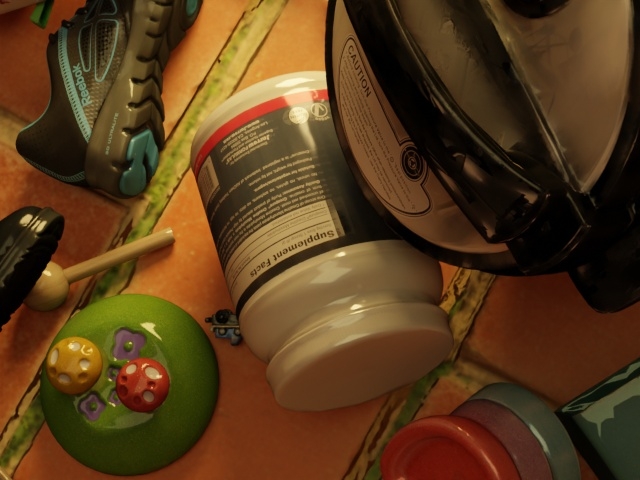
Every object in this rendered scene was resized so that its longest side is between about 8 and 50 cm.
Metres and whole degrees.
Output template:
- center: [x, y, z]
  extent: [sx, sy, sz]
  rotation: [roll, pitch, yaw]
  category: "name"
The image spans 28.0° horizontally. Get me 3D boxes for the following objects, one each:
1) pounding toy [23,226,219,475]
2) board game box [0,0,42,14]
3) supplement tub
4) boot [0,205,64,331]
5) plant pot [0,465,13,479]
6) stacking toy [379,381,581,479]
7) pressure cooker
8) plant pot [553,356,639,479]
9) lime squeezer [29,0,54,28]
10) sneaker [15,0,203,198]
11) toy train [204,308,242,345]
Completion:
- center: [-0.205, 0.108, 1.245]
  extent: [0.183, 0.110, 0.237]
  rotation: [-18, 76, 3]
  category: "pounding toy"
- center: [-0.291, -0.343, 1.326]
  extent: [0.305, 0.053, 0.193]
  rotation: [-9, 69, 30]
  category: "board game box"
- center: [0.000, 0.000, 1.182]
  extent: [0.191, 0.191, 0.272]
  rotation: [-20, 65, 3]
  category: "supplement tub"
- center: [-0.392, 0.023, 1.229]
  extent: [0.207, 0.094, 0.246]
  rotation: [36, 95, 4]
  category: "boot"
- center: [-0.424, 0.312, 1.176]
  extent: [0.263, 0.263, 0.229]
  rotation: [46, 104, 15]
  category: "plant pot"
- center: [0.181, 0.289, 1.117]
  extent: [0.130, 0.279, 0.309]
  rotation: [-21, 67, -35]
  category: "stacking toy"
- center: [0.203, -0.162, 1.044]
  extent: [0.370, 0.420, 0.376]
  rotation: [25, 115, 45]
  category: "pressure cooker"
- center: [0.345, 0.208, 1.126]
  extent: [0.165, 0.165, 0.234]
  rotation: [-32, 83, -1]
  category: "plant pot"
- center: [-0.237, -0.369, 1.373]
  extent: [0.310, 0.059, 0.110]
  rotation: [-52, 36, -8]
  category: "lime squeezer"
- center: [-0.212, -0.219, 1.316]
  extent: [0.139, 0.125, 0.341]
  rotation: [12, 77, 13]
  category: "sneaker"
- center: [-0.037, 0.088, 1.271]
  extent: [0.158, 0.027, 0.036]
  rotation: [2, 89, 7]
  category: "toy train"
